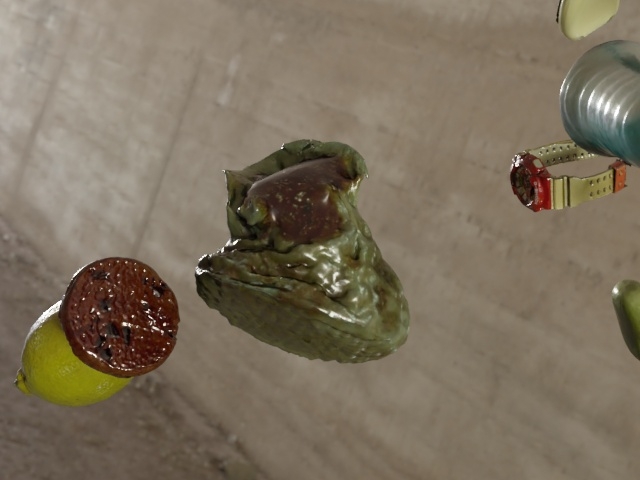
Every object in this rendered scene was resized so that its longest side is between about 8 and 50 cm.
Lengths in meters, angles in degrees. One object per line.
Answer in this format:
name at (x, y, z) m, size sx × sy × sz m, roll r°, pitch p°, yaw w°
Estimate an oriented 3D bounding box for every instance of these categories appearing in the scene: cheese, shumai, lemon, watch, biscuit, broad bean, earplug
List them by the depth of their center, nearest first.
shumai at (0.000, 0.000, 1.712) m, size 0.330 × 0.288 × 0.292 m, roll 17°, pitch -22°, yaw 19°
earplug at (0.485, -0.172, 1.723) m, size 0.185 × 0.185 × 0.324 m, roll 18°, pitch 14°, yaw -15°
biscuit at (-0.306, 0.118, 1.846) m, size 0.192 × 0.192 × 0.049 m, roll 17°, pitch -22°, yaw -19°
lemon at (-0.402, 0.189, 2.019) m, size 0.184 × 0.248 × 0.184 m, roll 52°, pitch 7°, yaw -8°
watch at (0.465, -0.128, 2.111) m, size 0.269 × 0.102 × 0.165 m, roll -12°, pitch 29°, yaw -10°
cheese at (0.485, -0.470, 2.183) m, size 0.054 × 0.127 × 0.251 m, roll 54°, pitch -6°, yaw 29°
broad bean at (0.590, 0.148, 2.201) m, size 0.082 × 0.174 × 0.124 m, roll -25°, pitch 18°, yaw -4°
